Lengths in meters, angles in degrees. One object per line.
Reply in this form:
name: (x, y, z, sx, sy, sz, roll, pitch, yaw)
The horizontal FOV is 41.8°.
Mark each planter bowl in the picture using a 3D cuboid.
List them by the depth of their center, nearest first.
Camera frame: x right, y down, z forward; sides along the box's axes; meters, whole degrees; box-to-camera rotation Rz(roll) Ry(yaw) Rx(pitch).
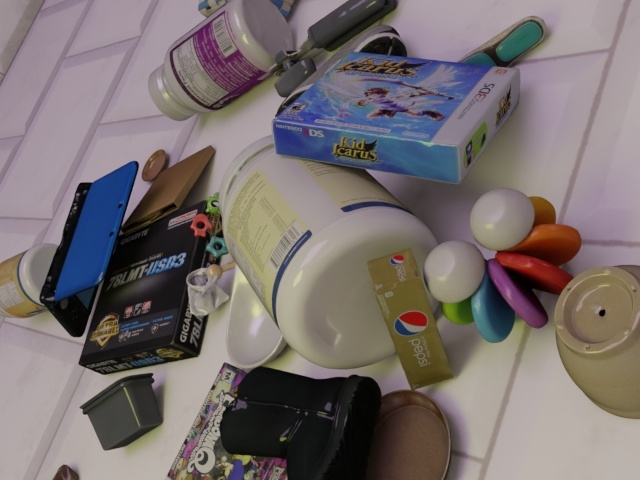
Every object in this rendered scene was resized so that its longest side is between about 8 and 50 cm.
planter bowl: (0.312, 0.092, 0.872, 0.162, 0.109, 0.162, -28, 46, 33)

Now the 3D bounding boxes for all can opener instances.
can opener: (0.022, -0.363, 1.569, 0.283, 0.076, 0.095, -27, 79, 33)

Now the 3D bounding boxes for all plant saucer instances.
plant saucer: (0.099, 0.270, 1.044, 0.168, 0.029, 0.168, -27, 46, 32)
plant saucer: (-0.370, -0.165, 1.882, 0.083, 0.015, 0.083, -27, 46, 32)

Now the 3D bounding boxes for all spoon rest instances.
spoon rest: (-0.099, 0.078, 1.355, 0.137, 0.084, 0.276, -27, 46, 34)

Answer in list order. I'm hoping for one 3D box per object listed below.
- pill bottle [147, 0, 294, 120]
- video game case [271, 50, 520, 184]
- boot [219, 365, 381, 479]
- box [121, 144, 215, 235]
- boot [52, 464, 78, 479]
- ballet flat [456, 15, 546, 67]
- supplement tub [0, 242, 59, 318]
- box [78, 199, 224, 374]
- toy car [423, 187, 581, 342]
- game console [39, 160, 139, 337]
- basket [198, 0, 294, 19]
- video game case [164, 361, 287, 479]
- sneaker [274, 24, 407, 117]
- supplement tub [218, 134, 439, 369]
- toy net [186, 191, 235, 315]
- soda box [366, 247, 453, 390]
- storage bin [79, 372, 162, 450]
pill bottle: (-0.214, -0.368, 1.732, 0.301, 0.169, 0.169, -26, 47, 34)
video game case: (0.109, -0.180, 1.157, 0.270, 0.061, 0.244, 12, 38, 26)
boot: (-0.044, 0.279, 1.080, 0.207, 0.094, 0.246, -5, 53, 37)
box: (-0.310, -0.104, 1.713, 0.164, 0.021, 0.201, -23, 28, 34)
boot: (-0.504, 0.458, 1.564, 0.106, 0.037, 0.114, 28, 89, 39)
ballet flat: (0.262, -0.276, 1.250, 0.168, 0.057, 0.052, -29, 17, 26)
supplement tub: (-0.658, 0.097, 1.905, 0.200, 0.144, 0.144, -19, 51, 39)
box: (-0.317, 0.094, 1.595, 0.295, 0.073, 0.293, -16, 54, 40)
toy car: (0.223, 0.041, 0.969, 0.182, 0.159, 0.136, -48, 47, 10)
game console: (-0.438, 0.022, 1.707, 0.173, 0.250, 0.293, 1, 57, 12)
basket: (-0.142, -0.615, 1.800, 0.255, 0.201, 0.289, -1, 73, 48)
video game case: (-0.129, 0.319, 1.248, 0.210, 0.042, 0.232, 17, 77, 50)
sneaker: (0.036, -0.274, 1.462, 0.271, 0.100, 0.108, -33, 29, 23)
supplement tub: (0.000, 0.000, 1.175, 0.235, 0.235, 0.325, -50, 38, 8)
toy net: (-0.189, 0.018, 1.475, 0.045, 0.122, 0.232, 99, -168, -66)
soda box: (0.110, 0.099, 1.021, 0.058, 0.181, 0.061, -19, 38, 5)
storage bin: (-0.337, 0.302, 1.461, 0.135, 0.098, 0.091, -33, 71, 27)
